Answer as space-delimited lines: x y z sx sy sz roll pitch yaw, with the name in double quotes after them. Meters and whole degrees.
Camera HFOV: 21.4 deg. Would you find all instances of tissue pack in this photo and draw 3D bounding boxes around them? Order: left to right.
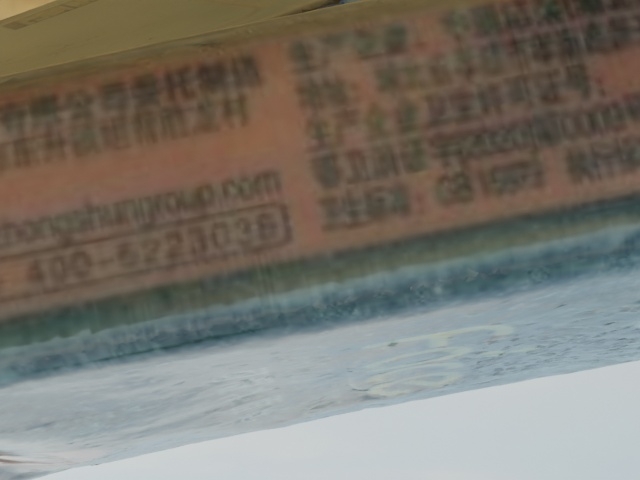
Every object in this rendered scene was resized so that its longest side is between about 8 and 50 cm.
0.000 0.000 0.526 0.315 0.103 0.228 -11 169 0 "tissue pack"

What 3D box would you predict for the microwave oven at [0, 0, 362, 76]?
-0.121 -0.026 1.047 0.286 0.218 0.355 -24 -161 -20 "microwave oven"
